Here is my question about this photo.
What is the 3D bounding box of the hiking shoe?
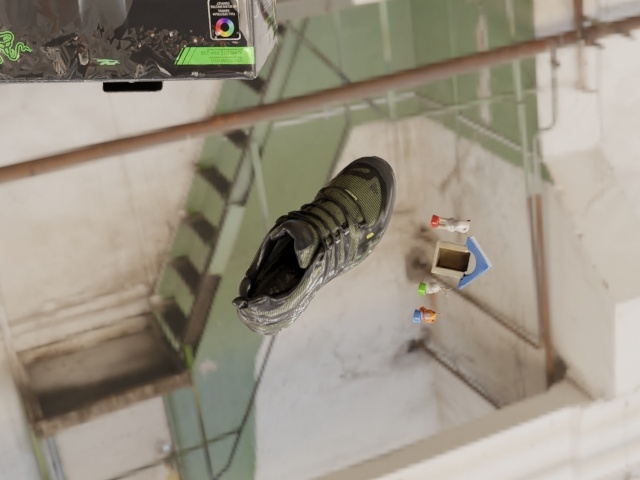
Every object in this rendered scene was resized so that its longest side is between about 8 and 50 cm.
[{"bbox_3d":[0.000,0.000,1.122,0.086,0.114,0.227,38,-99,10],"label":"hiking shoe"}]

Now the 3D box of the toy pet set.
[{"bbox_3d":[0.156,0.035,1.253,0.065,0.122,0.114,12,-175,14],"label":"toy pet set"}]

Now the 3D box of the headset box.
[{"bbox_3d":[-0.170,-0.266,0.927,0.247,0.283,0.131,1,-156,6],"label":"headset box"}]
